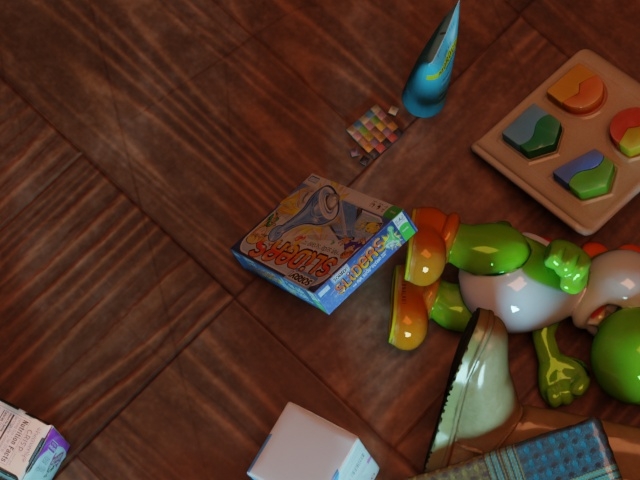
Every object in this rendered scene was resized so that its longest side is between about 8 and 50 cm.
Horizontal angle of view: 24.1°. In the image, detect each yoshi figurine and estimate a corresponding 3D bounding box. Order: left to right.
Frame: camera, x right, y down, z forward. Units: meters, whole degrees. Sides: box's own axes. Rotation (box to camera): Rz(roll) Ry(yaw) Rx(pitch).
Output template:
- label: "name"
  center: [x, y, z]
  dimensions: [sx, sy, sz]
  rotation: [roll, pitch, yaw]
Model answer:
- label: "yoshi figurine"
  center: [0.262, 0.086, 1.653]
  dimensions: [0.362, 0.203, 0.203]
  rotation: [9, 90, -3]

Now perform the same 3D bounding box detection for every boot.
- label: "boot"
  center: [0.265, 0.196, 1.614]
  dimensions: [0.270, 0.236, 0.089]
  rotation: [14, 39, 3]

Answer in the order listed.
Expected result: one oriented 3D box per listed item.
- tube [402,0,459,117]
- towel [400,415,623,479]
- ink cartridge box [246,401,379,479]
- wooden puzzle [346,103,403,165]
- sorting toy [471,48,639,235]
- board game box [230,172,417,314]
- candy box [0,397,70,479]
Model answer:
- label: "tube"
  center: [0.128, -0.199, 1.706]
  dimensions: [0.052, 0.207, 0.080]
  rotation: [18, 75, 3]
- label: "towel"
  center: [0.232, 0.396, 1.553]
  dimensions: [0.271, 0.040, 0.370]
  rotation: [-23, 76, 26]
- label: "ink cartridge box"
  center: [-0.004, 0.251, 1.612]
  dimensions: [0.090, 0.143, 0.092]
  rotation: [25, 73, 22]
- label: "wooden puzzle"
  center: [0.064, -0.129, 1.787]
  dimensions: [0.083, 0.006, 0.049]
  rotation: [-41, 80, -13]
- label: "sorting toy"
  center: [0.310, -0.123, 1.749]
  dimensions: [0.208, 0.038, 0.193]
  rotation: [-39, 57, -14]
- label: "board game box"
  center: [0.000, 0.000, 1.658]
  dimensions: [0.136, 0.201, 0.035]
  rotation: [-44, 120, -14]
- label: "candy box"
  center: [-0.390, 0.184, 1.592]
  dimensions: [0.233, 0.159, 0.071]
  rotation: [27, 75, 4]
